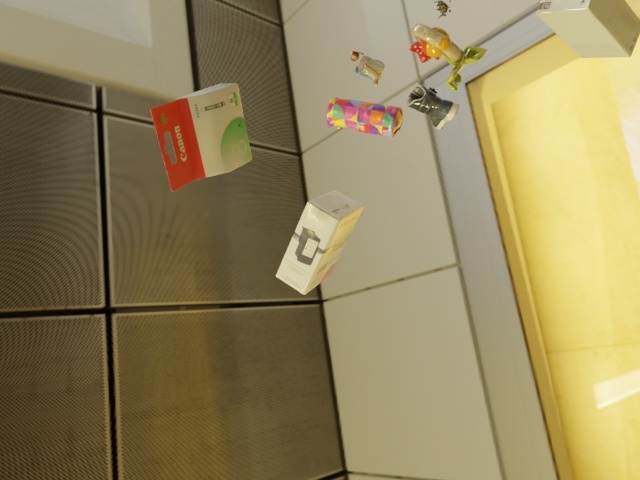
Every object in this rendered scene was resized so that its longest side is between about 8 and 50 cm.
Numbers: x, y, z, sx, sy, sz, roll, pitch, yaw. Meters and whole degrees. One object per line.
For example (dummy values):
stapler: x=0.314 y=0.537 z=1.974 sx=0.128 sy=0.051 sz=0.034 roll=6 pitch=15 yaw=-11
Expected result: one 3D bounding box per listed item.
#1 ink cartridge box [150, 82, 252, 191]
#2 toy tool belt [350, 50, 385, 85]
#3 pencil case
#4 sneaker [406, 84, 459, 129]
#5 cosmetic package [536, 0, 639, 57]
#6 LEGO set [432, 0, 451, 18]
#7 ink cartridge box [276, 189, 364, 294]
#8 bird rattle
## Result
ink cartridge box: x=-0.246 y=-0.225 z=1.079 sx=0.225 sy=0.056 sz=0.180 roll=-45 pitch=-45 yaw=-50
toy tool belt: x=0.098 y=-0.380 z=1.112 sx=0.083 sy=0.051 sz=0.052 roll=25 pitch=-141 yaw=1
pencil case: x=0.134 y=-0.380 z=1.548 sx=0.104 sy=0.236 sz=0.104 roll=-47 pitch=-35 yaw=-49
sneaker: x=0.375 y=-0.461 z=1.732 sx=0.164 sy=0.226 sz=0.086 roll=23 pitch=-89 yaw=0
cosmetic package: x=0.579 y=-0.474 z=1.070 sx=0.231 sy=0.117 sz=0.085 roll=15 pitch=-85 yaw=-40
LEGO set: x=0.335 y=-0.639 z=1.350 sx=0.054 sy=0.083 sz=0.023 roll=37 pitch=-115 yaw=-9
ink cartridge box: x=0.000 y=0.000 z=1.322 sx=0.100 sy=0.237 sz=0.172 roll=32 pitch=-154 yaw=14
bird rattle: x=0.344 y=-0.568 z=1.441 sx=0.207 sy=0.143 sz=0.253 roll=12 pitch=-144 yaw=-55
